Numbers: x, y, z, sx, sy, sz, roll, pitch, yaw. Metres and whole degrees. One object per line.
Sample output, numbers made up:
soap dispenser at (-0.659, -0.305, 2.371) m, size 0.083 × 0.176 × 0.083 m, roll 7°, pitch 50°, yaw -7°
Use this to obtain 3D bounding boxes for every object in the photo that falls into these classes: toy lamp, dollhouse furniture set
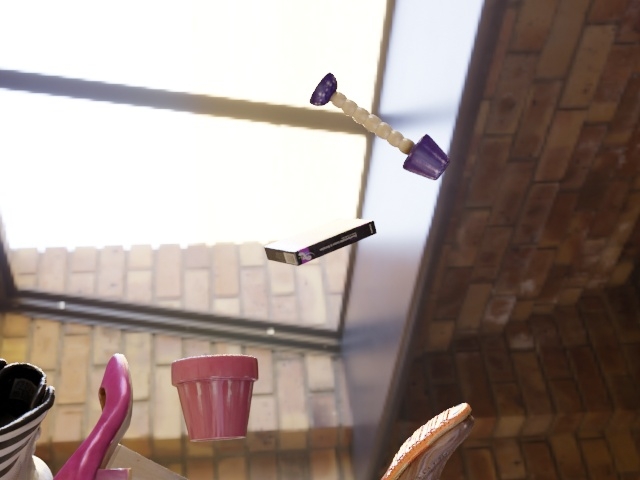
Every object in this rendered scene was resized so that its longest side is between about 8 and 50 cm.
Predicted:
toy lamp at (0.110, -0.203, 1.627) m, size 0.080 × 0.275 × 0.080 m, roll -54°, pitch -6°, yaw -8°
dollhouse furniture set at (-0.454, 0.709, 2.039) m, size 0.362 × 0.256 × 0.394 m, roll -43°, pitch 20°, yaw 58°

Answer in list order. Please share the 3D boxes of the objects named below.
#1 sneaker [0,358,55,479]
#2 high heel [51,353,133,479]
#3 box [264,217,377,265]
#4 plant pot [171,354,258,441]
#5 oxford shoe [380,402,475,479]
sneaker at (-0.446, 0.313, 1.334) m, size 0.257 × 0.169 × 0.447 m, roll -61°, pitch -2°, yaw -6°
high heel at (-0.311, 0.254, 1.202) m, size 0.082 × 0.117 × 0.244 m, roll 108°, pitch 159°, yaw -49°
box at (0.000, 0.000, 1.535) m, size 0.116 × 0.162 × 0.029 m, roll 8°, pitch 118°, yaw 61°
plant pot at (-0.238, 0.363, 2.055) m, size 0.201 × 0.201 × 0.180 m, roll 113°, pitch 153°, yaw -74°
oxford shoe at (0.179, 0.454, 1.661) m, size 0.363 × 0.133 × 0.130 m, roll -51°, pitch -8°, yaw 14°
